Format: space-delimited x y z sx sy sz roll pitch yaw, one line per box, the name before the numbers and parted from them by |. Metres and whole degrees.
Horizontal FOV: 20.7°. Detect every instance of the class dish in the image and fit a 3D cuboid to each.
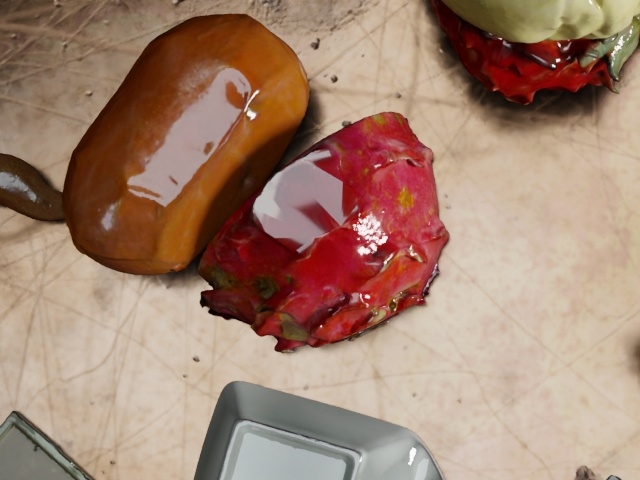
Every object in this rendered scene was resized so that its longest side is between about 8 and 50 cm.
dish | -0.003 0.227 1.607 0.234 0.064 0.154 15 85 6

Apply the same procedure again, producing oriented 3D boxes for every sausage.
sausage | -0.125 -0.085 1.607 0.141 0.153 0.268 37 87 33

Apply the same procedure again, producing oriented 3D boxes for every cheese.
cheese | 0.185 -0.268 1.479 0.226 0.117 0.214 21 70 16

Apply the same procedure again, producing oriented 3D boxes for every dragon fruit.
dragon fruit | 0.000 0.000 1.600 0.261 0.189 0.163 -39 51 5

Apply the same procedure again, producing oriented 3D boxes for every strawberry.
strawberry | 0.180 -0.237 1.601 0.280 0.150 0.253 14 65 10

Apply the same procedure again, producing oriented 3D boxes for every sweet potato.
sweet potato | -0.292 -0.051 1.677 0.194 0.056 0.056 20 86 2

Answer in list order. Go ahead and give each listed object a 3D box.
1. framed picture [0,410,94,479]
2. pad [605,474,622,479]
framed picture | -0.256 0.307 1.650 0.250 0.016 0.184 39 89 8
pad | 0.297 0.333 1.593 0.211 0.003 0.143 44 90 8
